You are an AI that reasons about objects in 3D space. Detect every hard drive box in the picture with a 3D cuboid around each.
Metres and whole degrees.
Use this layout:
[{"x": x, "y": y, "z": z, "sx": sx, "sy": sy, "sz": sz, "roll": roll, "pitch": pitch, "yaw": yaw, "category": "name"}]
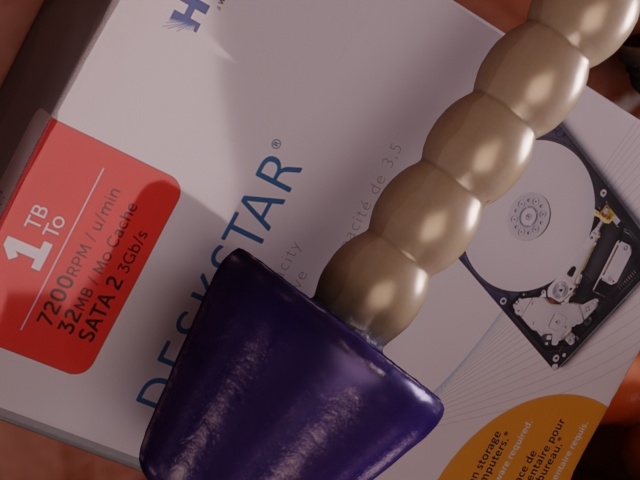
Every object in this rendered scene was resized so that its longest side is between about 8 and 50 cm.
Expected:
[{"x": 0.000, "y": 0.000, "z": 0.446, "sx": 0.232, "sy": 0.089, "sz": 0.181, "roll": 25, "pitch": 94, "yaw": -26, "category": "hard drive box"}]

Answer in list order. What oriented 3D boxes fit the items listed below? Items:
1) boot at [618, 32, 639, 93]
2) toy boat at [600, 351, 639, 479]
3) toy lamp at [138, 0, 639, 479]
[{"x": 0.216, "y": -0.039, "z": 0.528, "sx": 0.219, "sy": 0.082, "sz": 0.106, "roll": -3, "pitch": 104, "yaw": -23, "category": "boot"}, {"x": 0.144, "y": 0.084, "z": 0.520, "sx": 0.231, "sy": 0.151, "sz": 0.151, "roll": -38, "pitch": 84, "yaw": -5, "category": "toy boat"}, {"x": 0.048, "y": -0.033, "z": 0.365, "sx": 0.080, "sy": 0.080, "sz": 0.275, "roll": 37, "pitch": 86, "yaw": -27, "category": "toy lamp"}]
